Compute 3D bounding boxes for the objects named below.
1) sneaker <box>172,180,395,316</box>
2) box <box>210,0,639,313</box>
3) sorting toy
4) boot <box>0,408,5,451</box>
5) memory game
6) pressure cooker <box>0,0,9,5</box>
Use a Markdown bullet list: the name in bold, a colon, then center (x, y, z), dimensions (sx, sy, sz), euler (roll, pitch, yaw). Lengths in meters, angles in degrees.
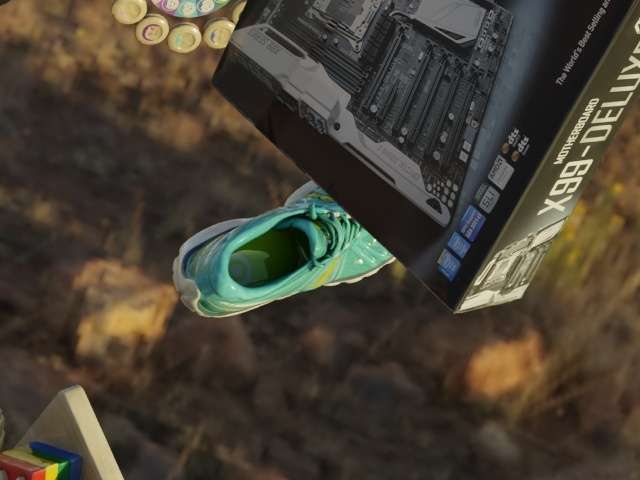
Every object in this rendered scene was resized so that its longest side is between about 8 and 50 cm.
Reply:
- **sneaker**: center (0.000, 0.000, 1.713), dimensions (0.275, 0.107, 0.110), euler (-26, 4, -24)
- **box**: center (0.088, -0.152, 1.114), dimensions (0.076, 0.307, 0.242), euler (-9, 45, -49)
- **sorting toy**: center (-0.287, 0.328, 2.040), dimensions (0.089, 0.255, 0.257), euler (-16, 72, -33)
- **boot**: center (-0.414, 0.080, 1.512), dimensions (0.260, 0.348, 0.131), euler (22, 56, 18)
- **memory game**: center (-0.127, -0.265, 1.915), dimensions (0.186, 0.186, 0.012), euler (12, 40, -28)
- **pressure cooker**: center (-0.290, -0.358, 1.219), dimensions (0.420, 0.375, 0.370), euler (51, 5, 29)
